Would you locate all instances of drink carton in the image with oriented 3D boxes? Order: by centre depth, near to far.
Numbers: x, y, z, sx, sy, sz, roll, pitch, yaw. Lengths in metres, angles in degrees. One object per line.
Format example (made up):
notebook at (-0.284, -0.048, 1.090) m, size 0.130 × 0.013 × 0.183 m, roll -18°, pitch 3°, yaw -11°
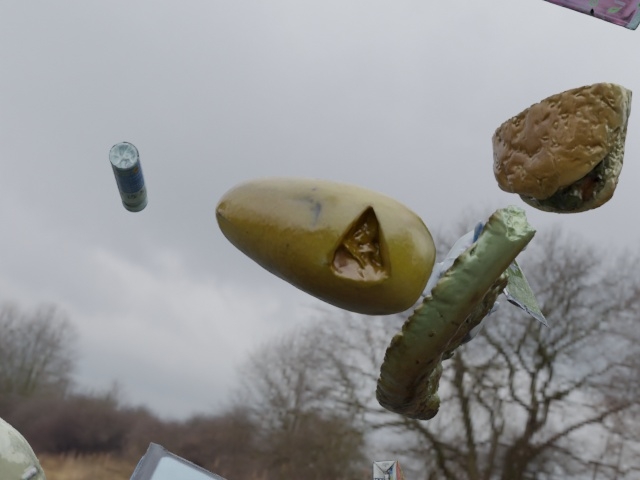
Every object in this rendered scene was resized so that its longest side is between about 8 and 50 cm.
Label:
drink carton at (0.141, 0.496, 2.040) m, size 0.056 × 0.071 × 0.165 m, roll -5°, pitch -39°, yaw 13°

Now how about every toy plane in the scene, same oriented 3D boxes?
toy plane at (0.266, 0.086, 1.896) m, size 0.123 × 0.267 × 0.267 m, roll 27°, pitch -5°, yaw 33°

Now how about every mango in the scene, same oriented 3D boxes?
mango at (0.000, 0.000, 1.574) m, size 0.365 × 0.182 × 0.253 m, roll 14°, pitch 0°, yaw 27°

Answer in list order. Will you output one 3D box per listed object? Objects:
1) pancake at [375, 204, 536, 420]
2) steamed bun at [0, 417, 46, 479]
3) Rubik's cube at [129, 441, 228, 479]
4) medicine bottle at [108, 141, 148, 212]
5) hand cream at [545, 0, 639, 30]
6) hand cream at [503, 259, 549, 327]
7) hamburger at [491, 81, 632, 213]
pancake at (0.146, 0.095, 1.115) m, size 0.054 × 0.197 × 0.376 m, roll 42°, pitch -30°, yaw 18°
steamed bun at (-0.248, 0.172, 0.675) m, size 0.091 × 0.130 × 0.112 m, roll 22°, pitch -46°, yaw 45°
Rubik's cube at (-0.081, 0.371, 0.725) m, size 0.294 × 0.288 × 0.283 m, roll 24°, pitch -51°, yaw -2°
medicine bottle at (-0.323, -0.104, 1.769) m, size 0.051 × 0.051 × 0.191 m, roll 14°, pitch -22°, yaw 1°
hand cream at (0.357, -0.387, 1.534) m, size 0.275 × 0.079 × 0.050 m, roll 27°, pitch 23°, yaw 28°
hand cream at (0.302, 0.064, 1.679) m, size 0.086 × 0.055 × 0.235 m, roll 32°, pitch 18°, yaw -18°
hamburger at (0.462, -0.149, 2.000) m, size 0.162 × 0.209 × 0.330 m, roll 14°, pitch -29°, yaw -32°
